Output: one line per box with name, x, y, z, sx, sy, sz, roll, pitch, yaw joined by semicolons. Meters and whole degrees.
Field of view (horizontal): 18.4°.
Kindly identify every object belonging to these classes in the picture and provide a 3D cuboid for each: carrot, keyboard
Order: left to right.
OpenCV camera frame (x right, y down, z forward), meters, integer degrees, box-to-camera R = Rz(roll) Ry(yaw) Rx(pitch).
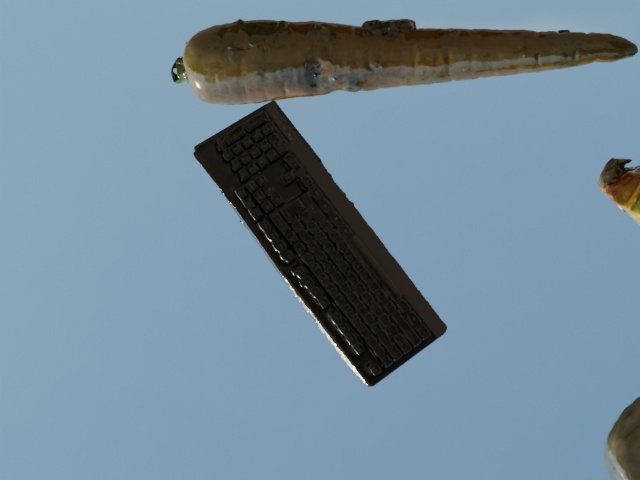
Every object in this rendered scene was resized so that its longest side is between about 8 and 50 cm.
keyboard;0.000;-0.001;1.298;0.074;0.196;0.015;-34;173;-19
carrot;0.044;-0.100;1.076;0.254;0.049;0.049;-1;-151;5

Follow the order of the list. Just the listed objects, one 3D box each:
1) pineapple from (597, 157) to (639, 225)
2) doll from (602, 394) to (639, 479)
pineapple;0.202;-0.010;0.943;0.137;0.116;0.069;-2;-175;7
doll;0.252;0.244;1.138;0.382;0.252;0.378;-11;-111;-19
